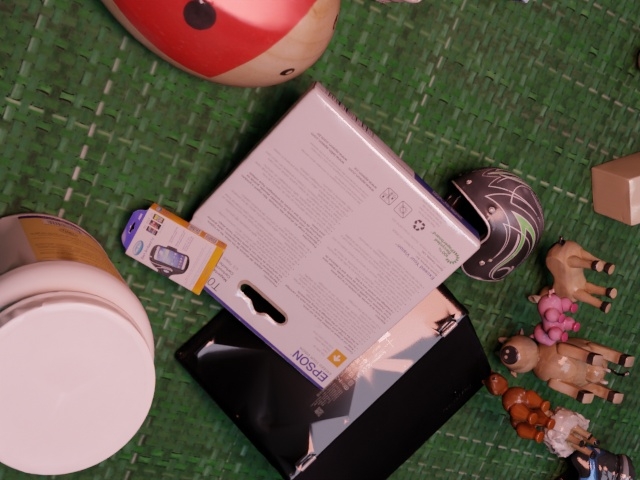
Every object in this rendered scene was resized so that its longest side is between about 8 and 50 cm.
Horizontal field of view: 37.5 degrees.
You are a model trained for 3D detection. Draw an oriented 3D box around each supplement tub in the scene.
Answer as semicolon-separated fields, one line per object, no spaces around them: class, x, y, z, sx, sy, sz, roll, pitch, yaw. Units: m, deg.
supplement tub;-0.342;0.117;1.161;0.240;0.331;0.241;-7;109;-22

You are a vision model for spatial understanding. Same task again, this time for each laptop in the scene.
laptop;0.044;0.206;1.544;0.382;0.236;0.408;-42;90;-7

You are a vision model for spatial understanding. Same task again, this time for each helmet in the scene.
helmet;0.270;-0.034;1.489;0.169;0.169;0.162;12;117;-27

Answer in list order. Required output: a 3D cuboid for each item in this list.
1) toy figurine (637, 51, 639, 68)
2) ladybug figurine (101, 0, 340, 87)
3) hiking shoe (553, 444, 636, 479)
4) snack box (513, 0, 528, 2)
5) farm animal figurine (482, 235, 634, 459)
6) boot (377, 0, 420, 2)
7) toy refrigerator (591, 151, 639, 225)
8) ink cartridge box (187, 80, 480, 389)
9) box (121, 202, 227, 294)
toy figurine;0.655;-0.264;1.565;0.148;0.213;0.209;-43;121;4
ladybug figurine;-0.139;-0.378;1.193;0.449;0.162;0.305;41;87;-29
hiking shoe;0.477;0.518;1.808;0.132;0.113;0.304;24;103;2
snack box;0.241;-0.522;1.361;0.322;0.060;0.187;37;92;-24
farm animal figurine;0.403;0.183;1.627;0.326;0.172;0.330;32;84;-41
boot;0.062;-0.436;1.287;0.095;0.123;0.258;-44;118;-6
toy refrigerator;0.617;-0.110;1.656;0.269;0.102;0.094;-18;113;-19
ink cartridge box;0.000;0.000;1.356;0.324;0.071;0.330;43;109;-11
box;-0.209;0.008;1.328;0.136;0.028;0.081;31;109;-3
